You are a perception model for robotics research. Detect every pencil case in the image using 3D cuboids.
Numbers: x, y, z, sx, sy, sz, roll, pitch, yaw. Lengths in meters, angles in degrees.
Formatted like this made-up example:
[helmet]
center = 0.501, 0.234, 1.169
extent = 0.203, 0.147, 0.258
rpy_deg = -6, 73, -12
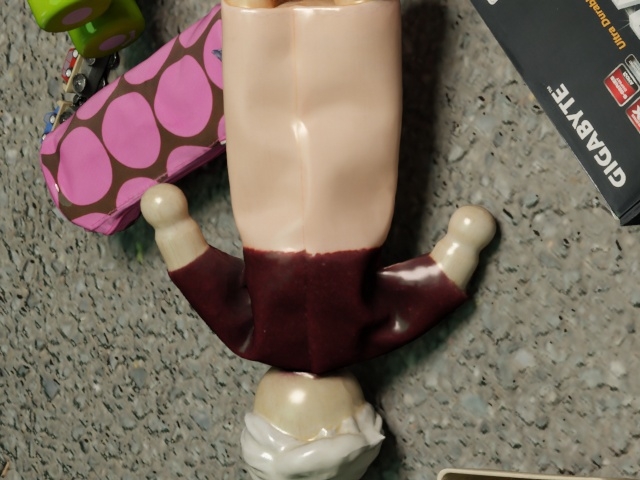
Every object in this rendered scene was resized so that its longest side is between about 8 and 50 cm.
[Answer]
[pencil case]
center = -0.097, -0.076, 1.124
extent = 0.209, 0.095, 0.098
rpy_deg = -31, 72, 39

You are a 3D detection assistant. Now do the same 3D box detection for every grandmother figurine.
[grandmother figurine]
center = 0.000, 0.000, 1.018
extent = 0.207, 0.104, 0.342
rpy_deg = 6, 107, 11

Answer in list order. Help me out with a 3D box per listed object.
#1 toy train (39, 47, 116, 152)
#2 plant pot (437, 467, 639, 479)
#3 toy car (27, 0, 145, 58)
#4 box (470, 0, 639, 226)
[toy train]
center = -0.170, -0.124, 1.224
extent = 0.036, 0.027, 0.158
rpy_deg = 38, 114, 37
[plant pot]
center = 0.138, 0.177, 0.930
extent = 0.109, 0.096, 0.109
rpy_deg = -3, 89, 40
[toy car]
center = -0.118, -0.237, 1.113
extent = 0.188, 0.149, 0.155
rpy_deg = -27, 80, 6
[box]
center = 0.176, -0.146, 0.917
extent = 0.175, 0.051, 0.220
rpy_deg = -44, 65, 32
